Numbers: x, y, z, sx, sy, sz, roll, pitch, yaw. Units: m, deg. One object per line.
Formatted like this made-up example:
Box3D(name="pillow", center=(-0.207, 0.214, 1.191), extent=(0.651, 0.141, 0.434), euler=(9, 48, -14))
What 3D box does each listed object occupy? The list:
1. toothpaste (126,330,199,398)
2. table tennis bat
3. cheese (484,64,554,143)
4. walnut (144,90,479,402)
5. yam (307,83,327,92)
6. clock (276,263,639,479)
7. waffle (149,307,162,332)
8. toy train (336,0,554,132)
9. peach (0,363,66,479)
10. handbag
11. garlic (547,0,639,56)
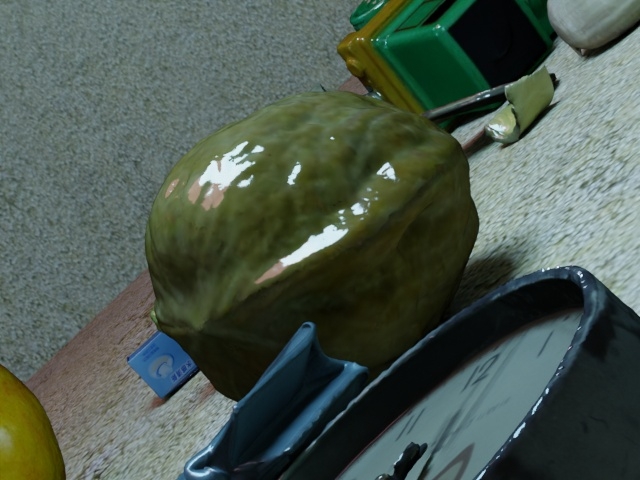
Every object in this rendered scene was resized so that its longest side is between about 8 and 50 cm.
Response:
Box3D(name="toothpaste", center=(-0.108, 0.072, 2.006), extent=(0.272, 0.066, 0.053), euler=(-43, 7, 0))
Box3D(name="table tennis bat", center=(0.146, -0.139, 1.800), extent=(0.131, 0.022, 0.234), euler=(-18, 0, -43))
Box3D(name="cheese", center=(0.199, -0.132, 1.668), extent=(0.060, 0.041, 0.084), euler=(-39, -14, -26))
Box3D(name="walnut", center=(0.000, 0.000, 1.300), extent=(0.283, 0.227, 0.283), euler=(-28, 12, 6))
Box3D(name="yam", center=(-0.036, -0.078, 1.927), extent=(0.194, 0.107, 0.107), euler=(-42, 8, 6))
Box3D(name="clock", center=(0.046, 0.144, 0.903), extent=(0.325, 0.067, 0.325), euler=(-43, 8, 8))
Box3D(name="waffle", center=(-0.027, 0.006, 1.809), extent=(0.297, 0.073, 0.317), euler=(-39, -5, 26))
Box3D(name="toy train", center=(0.197, -0.281, 2.016), extent=(0.429, 0.178, 0.249), euler=(-47, 18, -19))
Box3D(name="peach", center=(-0.416, 0.262, 1.755), extent=(0.308, 0.308, 0.332), euler=(-40, 14, 19))
Box3D(name="handbag", center=(-0.070, 0.168, 1.144), extent=(0.229, 0.062, 0.179), euler=(-51, -4, 29))
Box3D(name="garlic", center=(0.313, -0.272, 1.706), extent=(0.198, 0.090, 0.128), euler=(-46, -5, 12))
